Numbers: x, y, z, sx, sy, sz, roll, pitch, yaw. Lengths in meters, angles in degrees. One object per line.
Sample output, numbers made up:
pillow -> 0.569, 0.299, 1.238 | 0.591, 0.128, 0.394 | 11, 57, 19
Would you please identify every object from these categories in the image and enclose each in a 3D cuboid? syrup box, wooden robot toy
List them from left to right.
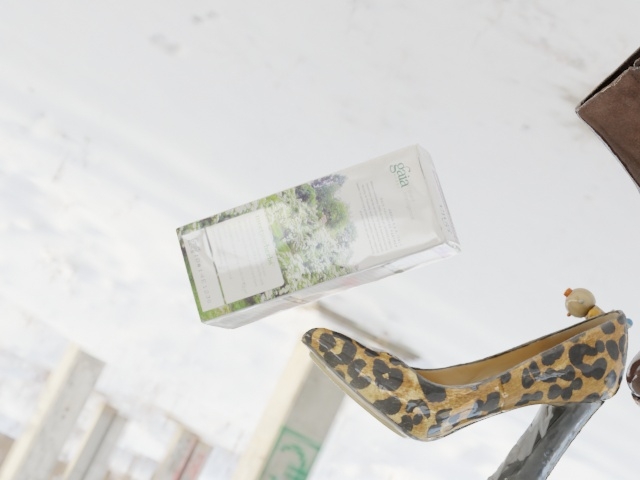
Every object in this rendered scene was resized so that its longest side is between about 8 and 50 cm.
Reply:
syrup box -> 0.000, 0.000, 1.179 | 0.237, 0.093, 0.096 | -19, 169, 10
wooden robot toy -> 0.302, 0.091, 1.492 | 0.079, 0.076, 0.173 | 47, -175, 8

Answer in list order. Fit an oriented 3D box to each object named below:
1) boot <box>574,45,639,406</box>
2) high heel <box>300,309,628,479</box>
boot -> 0.239, -0.019, 0.843 | 0.207, 0.248, 0.090 | 41, -151, -7
high heel -> 0.125, 0.086, 1.071 | 0.261, 0.186, 0.093 | 33, -178, -20
